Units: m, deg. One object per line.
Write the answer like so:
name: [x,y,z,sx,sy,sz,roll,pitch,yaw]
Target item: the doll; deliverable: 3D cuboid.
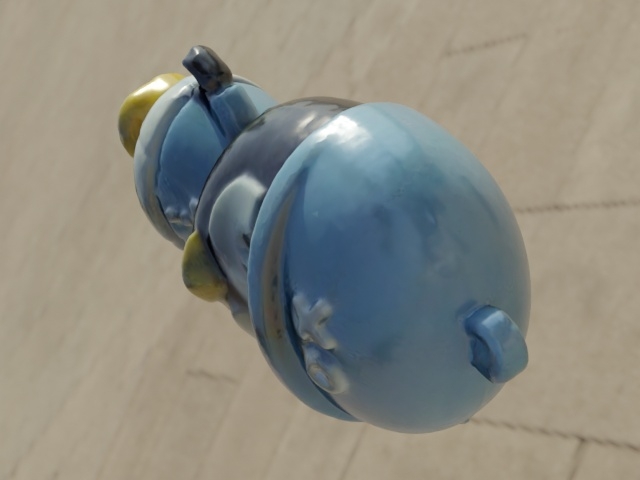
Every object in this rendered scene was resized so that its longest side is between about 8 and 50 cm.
doll: [0.000,0.000,0.936,0.141,0.177,0.314,-31,36,-24]
